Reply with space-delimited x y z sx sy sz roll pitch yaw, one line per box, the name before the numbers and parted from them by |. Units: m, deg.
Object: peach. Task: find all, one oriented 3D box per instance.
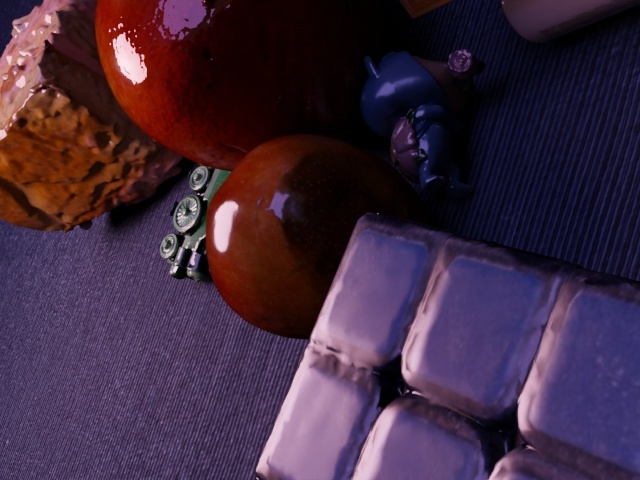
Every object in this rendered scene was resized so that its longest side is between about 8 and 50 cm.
peach | -0.082 -0.247 1.150 0.370 0.370 0.370 -30 48 40

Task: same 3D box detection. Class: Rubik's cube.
Rubik's cube | 0.158 0.187 0.626 0.301 0.303 0.305 18 87 55

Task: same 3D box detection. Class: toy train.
toy train | -0.152 -0.024 1.364 0.104 0.071 0.178 19 85 44

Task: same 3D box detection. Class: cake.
cake | -0.388 -0.205 1.593 0.314 0.293 0.307 -34 40 32

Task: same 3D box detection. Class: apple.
apple | 0.000 0.000 1.016 0.230 0.230 0.230 -30 48 40

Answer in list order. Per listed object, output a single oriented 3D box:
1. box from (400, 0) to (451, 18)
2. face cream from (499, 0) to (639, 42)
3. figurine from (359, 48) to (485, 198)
box | 0.202 -0.318 0.905 0.274 0.076 0.174 -16 24 49
face cream | 0.316 -0.273 0.863 0.345 0.102 0.102 -14 60 49
figurine | 0.122 -0.132 1.046 0.144 0.114 0.178 -29 59 19
